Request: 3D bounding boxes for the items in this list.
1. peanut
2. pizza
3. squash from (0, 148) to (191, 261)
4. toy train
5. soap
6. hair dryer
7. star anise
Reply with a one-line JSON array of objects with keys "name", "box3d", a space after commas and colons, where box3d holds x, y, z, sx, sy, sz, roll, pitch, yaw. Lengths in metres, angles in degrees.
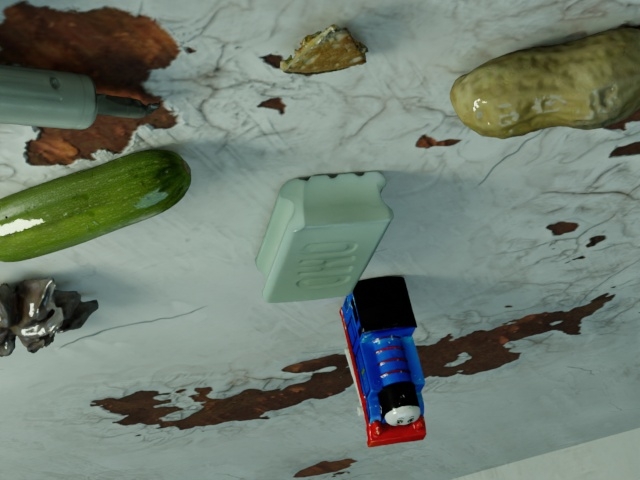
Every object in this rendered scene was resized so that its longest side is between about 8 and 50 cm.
[{"name": "peanut", "box3d": [0.229, -0.147, 1.051, 0.214, 0.099, 0.099, -5, 155, 0]}, {"name": "pizza", "box3d": [0.010, -0.171, 0.969, 0.083, 0.025, 0.078, -8, 160, -23]}, {"name": "squash", "box3d": [-0.237, -0.032, 1.105, 0.239, 0.069, 0.069, -18, 154, 12]}, {"name": "toy train", "box3d": [0.085, 0.161, 1.493, 0.082, 0.204, 0.131, -5, 150, -14]}, {"name": "soap", "box3d": [0.000, 0.000, 1.278, 0.119, 0.066, 0.198, -6, 154, -16]}, {"name": "hair dryer", "box3d": [-0.285, -0.111, 0.902, 0.357, 0.107, 0.173, 2, 155, -40]}, {"name": "star anise", "box3d": [-0.366, 0.098, 1.325, 0.182, 0.065, 0.195, -16, 159, 13]}]
